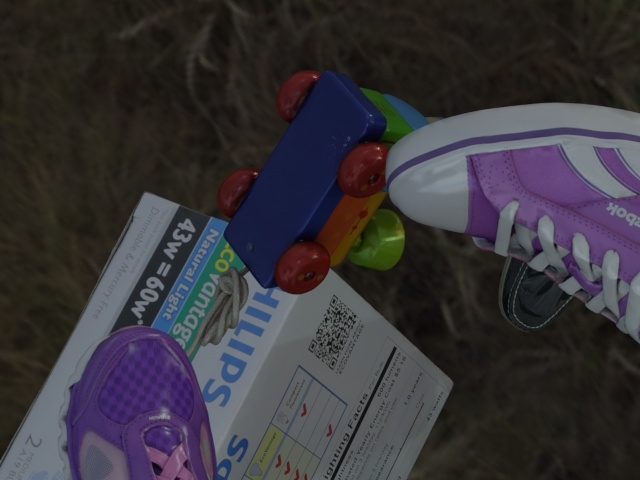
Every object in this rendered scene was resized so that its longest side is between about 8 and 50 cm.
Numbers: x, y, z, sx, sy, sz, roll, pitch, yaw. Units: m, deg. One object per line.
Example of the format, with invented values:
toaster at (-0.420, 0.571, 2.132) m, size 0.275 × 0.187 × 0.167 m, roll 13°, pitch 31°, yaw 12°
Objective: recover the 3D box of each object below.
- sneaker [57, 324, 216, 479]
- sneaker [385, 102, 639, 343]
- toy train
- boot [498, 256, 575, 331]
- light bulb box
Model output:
sneaker at (-0.084, 0.160, 0.933) m, size 0.104 × 0.095 × 0.236 m, roll -29°, pitch 62°, yaw 58°
sneaker at (0.169, 0.017, 0.945) m, size 0.282 × 0.102 × 0.161 m, roll 6°, pitch 66°, yaw 7°
toy train at (0.000, 0.000, 1.236) m, size 0.105 × 0.143 × 0.248 m, roll 51°, pitch 120°, yaw 36°
boot at (0.265, 0.004, 1.650) m, size 0.085 × 0.178 × 0.236 m, roll 32°, pitch 98°, yaw -12°
light bulb box at (-0.091, 0.200, 1.695) m, size 0.225 × 0.361 × 0.358 m, roll 20°, pitch 76°, yaw 34°
